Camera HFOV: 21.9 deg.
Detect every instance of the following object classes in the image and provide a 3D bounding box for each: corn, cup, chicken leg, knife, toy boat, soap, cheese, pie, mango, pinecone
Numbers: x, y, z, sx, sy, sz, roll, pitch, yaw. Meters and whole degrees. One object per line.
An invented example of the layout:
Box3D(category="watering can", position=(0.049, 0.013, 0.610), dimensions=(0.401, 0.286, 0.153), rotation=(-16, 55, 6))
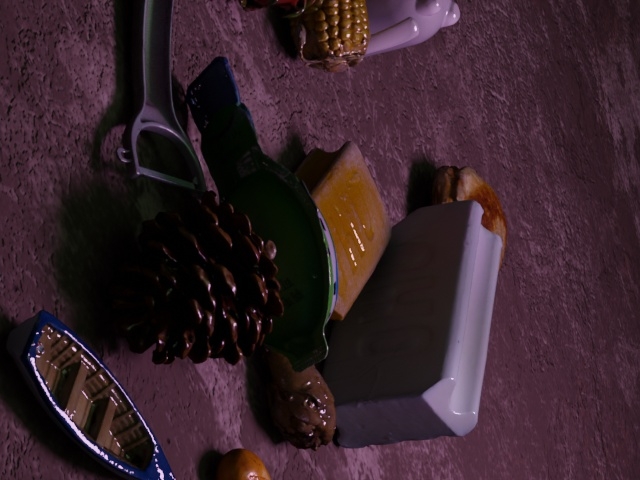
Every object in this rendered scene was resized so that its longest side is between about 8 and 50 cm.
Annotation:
Box3D(category="corn", position=(-0.005, -0.341, 1.950), dimensions=(0.106, 0.106, 0.293), rotation=(12, 67, -63))
Box3D(category="cup", position=(0.086, -0.304, 2.065), dimensions=(0.173, 0.142, 0.134), rotation=(-18, 98, -64))
Box3D(category="chicken leg", position=(-0.034, 0.132, 1.754), dimensions=(0.085, 0.069, 0.198), rotation=(-36, 107, -64))
Box3D(category="knife", position=(-0.165, -0.182, 1.608), dimensions=(0.123, 0.053, 0.278), rotation=(21, 62, -56))
Box3D(category="toy boat", position=(-0.198, 0.149, 1.428), dimensions=(0.229, 0.046, 0.080), rotation=(56, 34, -41))
Box3D(category="soap", position=(0.106, 0.096, 1.926), dimensions=(0.095, 0.173, 0.289), rotation=(56, 35, -40))
Box3D(category="soap", position=(0.000, 0.000, 1.858), dimensions=(0.140, 0.073, 0.232), rotation=(65, 30, -20))
Box3D(category="cheese", position=(-0.062, -0.025, 1.643), dimensions=(0.083, 0.204, 0.320), rotation=(-12, 76, -32))
Box3D(category="pie", position=(0.198, -0.005, 2.255), dimensions=(0.179, 0.084, 0.205), rotation=(-75, 148, -41))
Box3D(category="mango", position=(-0.073, 0.239, 1.653), dimensions=(0.089, 0.046, 0.060), rotation=(29, 55, -64))
Box3D(category="pinecone", position=(-0.115, 0.045, 1.520), dimensions=(0.173, 0.174, 0.173), rotation=(33, 52, -57))

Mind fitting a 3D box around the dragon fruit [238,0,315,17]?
Box3D(category="dragon fruit", position=(-0.024, -0.349, 1.822), dimensions=(0.135, 0.137, 0.236), rotation=(32, 65, -22))
